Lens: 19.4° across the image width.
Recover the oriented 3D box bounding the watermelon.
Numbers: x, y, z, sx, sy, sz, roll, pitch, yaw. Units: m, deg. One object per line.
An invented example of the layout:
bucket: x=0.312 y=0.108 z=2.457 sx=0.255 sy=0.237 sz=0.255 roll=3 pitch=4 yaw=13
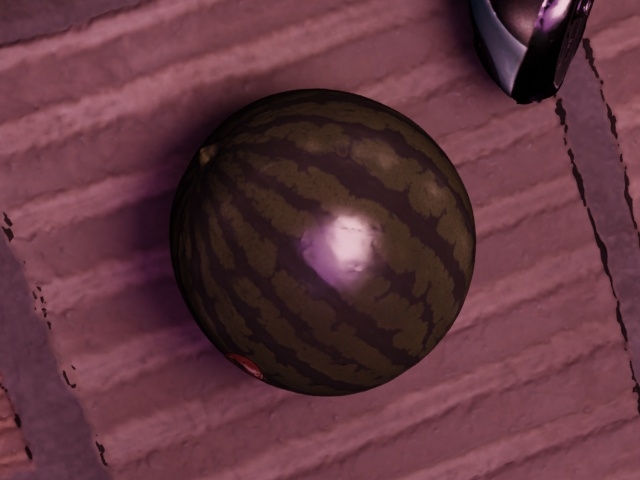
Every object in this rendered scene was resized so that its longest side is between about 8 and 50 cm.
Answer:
watermelon: x=0.000 y=0.000 z=1.269 sx=0.212 sy=0.212 sz=0.212 roll=-2 pitch=102 yaw=-11

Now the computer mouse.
computer mouse: x=0.156 y=-0.211 z=1.297 sx=0.096 sy=0.137 sz=0.233 roll=17 pitch=100 yaw=6
